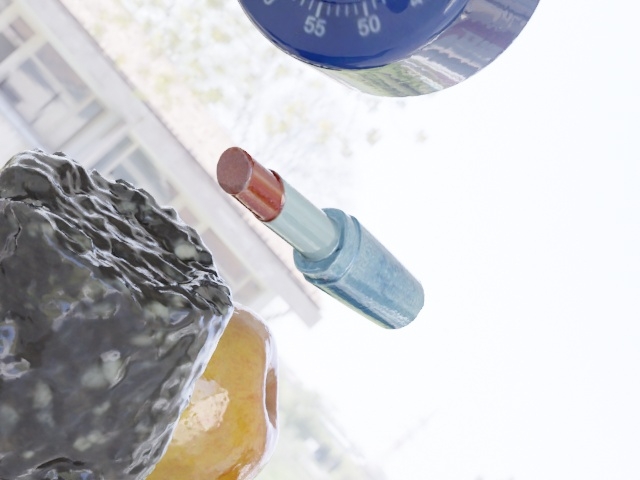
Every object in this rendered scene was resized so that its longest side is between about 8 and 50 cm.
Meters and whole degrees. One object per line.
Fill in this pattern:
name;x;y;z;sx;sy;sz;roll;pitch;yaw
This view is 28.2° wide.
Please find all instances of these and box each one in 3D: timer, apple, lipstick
timer;-0.006;-0.251;0.935;0.270;0.270;0.383;46;20;18
apple;-0.183;0.220;1.739;0.299;0.275;0.299;-15;90;-78
lipstick;0.000;0.000;1.083;0.061;0.068;0.274;2;-24;35

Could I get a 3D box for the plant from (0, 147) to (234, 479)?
plant;-0.227;0.102;0.958;0.215;0.312;0.213;30;15;-38
